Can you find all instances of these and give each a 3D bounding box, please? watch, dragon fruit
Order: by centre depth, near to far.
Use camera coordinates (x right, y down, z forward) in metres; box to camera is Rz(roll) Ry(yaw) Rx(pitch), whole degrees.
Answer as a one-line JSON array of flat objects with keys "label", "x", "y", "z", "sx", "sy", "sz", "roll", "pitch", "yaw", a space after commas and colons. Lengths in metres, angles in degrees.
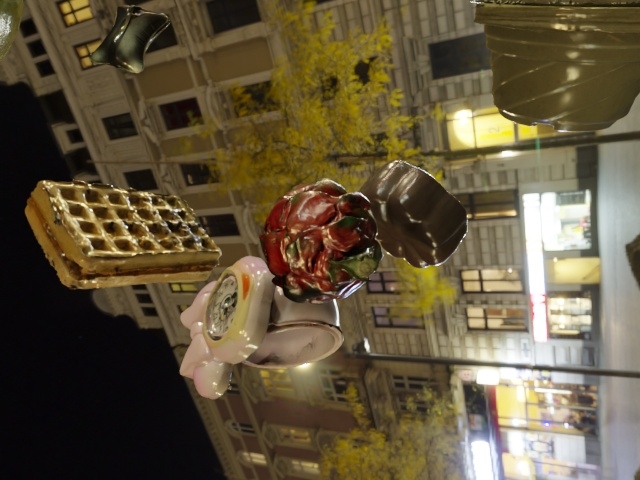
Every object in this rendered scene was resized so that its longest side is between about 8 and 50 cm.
[{"label": "dragon fruit", "x": -0.001, "y": 0.002, "z": 0.668, "sx": 0.188, "sy": 0.182, "sz": 0.182, "roll": 37, "pitch": -128, "yaw": -82}, {"label": "watch", "x": -0.087, "y": 0.153, "z": 0.806, "sx": 0.218, "sy": 0.248, "sz": 0.210, "roll": 22, "pitch": -137, "yaw": -34}]

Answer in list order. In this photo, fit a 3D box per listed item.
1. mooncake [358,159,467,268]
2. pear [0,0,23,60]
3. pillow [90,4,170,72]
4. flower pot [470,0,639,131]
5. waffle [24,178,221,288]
[{"label": "mooncake", "x": 0.235, "y": -0.065, "z": 1.287, "sx": 0.154, "sy": 0.306, "sz": 0.306, "roll": -50, "pitch": -44, "yaw": -21}, {"label": "pear", "x": -0.576, "y": -0.354, "z": 0.592, "sx": 0.413, "sy": 0.352, "sz": 0.352, "roll": -53, "pitch": -27, "yaw": 8}, {"label": "pillow", "x": -0.325, "y": -0.346, "z": 0.817, "sx": 0.091, "sy": 0.055, "sz": 0.135, "roll": 23, "pitch": -110, "yaw": -22}, {"label": "flower pot", "x": 0.286, "y": -0.210, "z": 0.553, "sx": 0.235, "sy": 0.236, "sz": 0.140, "roll": -50, "pitch": -33, "yaw": -55}, {"label": "waffle", "x": -0.434, "y": -0.011, "z": 1.104, "sx": 0.376, "sy": 0.261, "sz": 0.114, "roll": 3, "pitch": -53, "yaw": -55}]
